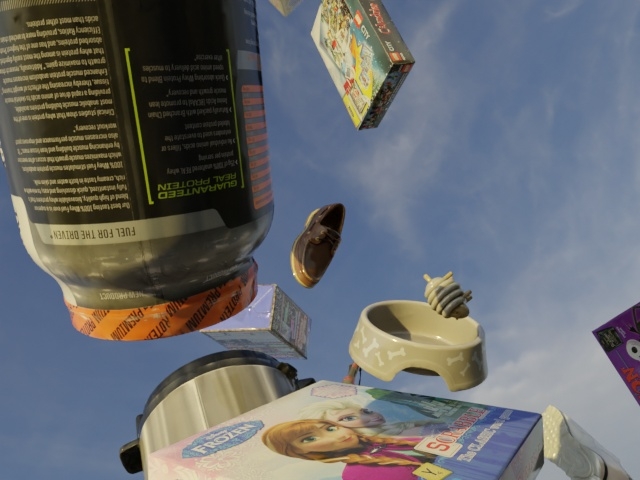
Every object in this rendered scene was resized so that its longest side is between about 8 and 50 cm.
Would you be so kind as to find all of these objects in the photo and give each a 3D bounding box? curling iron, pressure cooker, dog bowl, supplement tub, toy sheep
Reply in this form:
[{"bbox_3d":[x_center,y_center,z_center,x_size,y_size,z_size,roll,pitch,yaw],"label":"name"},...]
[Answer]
[{"bbox_3d":[0.066,0.343,1.161,0.035,0.274,0.068,2,-84,11],"label":"curling iron"},{"bbox_3d":[-0.178,0.437,1.062,0.370,0.420,0.375,27,-72,-39],"label":"pressure cooker"},{"bbox_3d":[0.249,0.247,1.274,0.349,0.349,0.102,0,-77,-25],"label":"dog bowl"},{"bbox_3d":[-0.138,-0.099,0.385,0.194,0.193,0.316,-9,-74,-19],"label":"supplement tub"},{"bbox_3d":[0.277,0.121,1.121,0.091,0.132,0.091,-26,-37,-22],"label":"toy sheep"}]

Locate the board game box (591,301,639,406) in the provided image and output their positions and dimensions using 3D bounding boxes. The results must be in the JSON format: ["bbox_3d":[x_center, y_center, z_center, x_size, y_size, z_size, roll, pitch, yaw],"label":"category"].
[{"bbox_3d":[0.593,0.247,0.771,0.056,0.346,0.208,-12,-30,-19],"label":"board game box"}]

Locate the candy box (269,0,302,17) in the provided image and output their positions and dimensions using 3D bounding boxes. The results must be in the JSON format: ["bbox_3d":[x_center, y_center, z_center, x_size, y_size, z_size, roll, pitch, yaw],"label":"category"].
[{"bbox_3d":[-0.125,-0.624,1.067,0.087,0.316,0.183,-45,-91,2],"label":"candy box"}]

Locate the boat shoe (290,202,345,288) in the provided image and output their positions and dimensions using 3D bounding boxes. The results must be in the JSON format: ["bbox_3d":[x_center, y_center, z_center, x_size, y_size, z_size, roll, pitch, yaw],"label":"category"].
[{"bbox_3d":[0.000,0.000,0.831,0.064,0.178,0.060,40,-48,-20],"label":"boat shoe"}]

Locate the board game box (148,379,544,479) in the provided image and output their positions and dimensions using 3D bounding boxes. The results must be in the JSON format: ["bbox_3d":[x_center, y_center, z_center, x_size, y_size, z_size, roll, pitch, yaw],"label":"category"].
[{"bbox_3d":[0.044,0.238,0.552,0.319,0.318,0.065,-1,-91,-56],"label":"board game box"}]

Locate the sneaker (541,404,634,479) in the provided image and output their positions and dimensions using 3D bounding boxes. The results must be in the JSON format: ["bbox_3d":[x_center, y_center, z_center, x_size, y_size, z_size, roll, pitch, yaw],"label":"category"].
[{"bbox_3d":[0.495,0.402,0.966,0.095,0.235,0.090,18,-78,-5],"label":"sneaker"}]

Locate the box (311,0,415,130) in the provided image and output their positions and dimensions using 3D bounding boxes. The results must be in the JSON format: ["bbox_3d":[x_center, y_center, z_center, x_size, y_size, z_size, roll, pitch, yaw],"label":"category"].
[{"bbox_3d":[0.063,-0.330,0.861,0.044,0.233,0.159,-14,-21,-24],"label":"box"}]

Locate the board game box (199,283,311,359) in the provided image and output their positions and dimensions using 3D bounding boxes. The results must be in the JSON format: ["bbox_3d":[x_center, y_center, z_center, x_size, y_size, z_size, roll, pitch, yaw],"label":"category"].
[{"bbox_3d":[-0.189,0.262,1.573,0.232,0.141,0.291,-5,-30,19],"label":"board game box"}]
